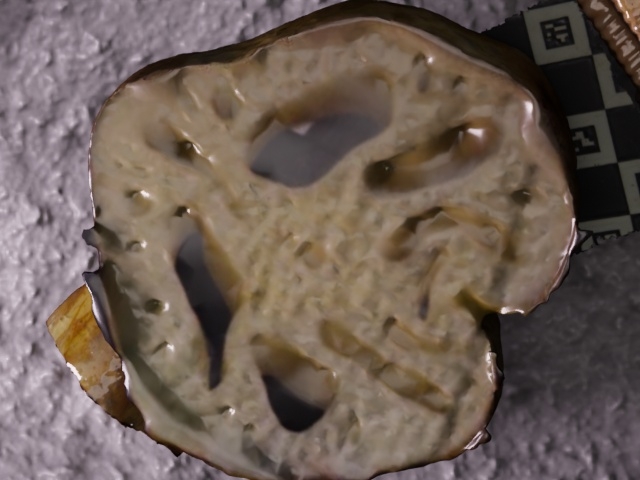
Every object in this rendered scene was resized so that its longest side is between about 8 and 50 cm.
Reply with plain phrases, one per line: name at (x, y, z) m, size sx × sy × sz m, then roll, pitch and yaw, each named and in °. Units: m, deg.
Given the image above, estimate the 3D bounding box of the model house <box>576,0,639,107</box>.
model house at (0.287, -0.151, 1.126) m, size 0.166 × 0.183 × 0.172 m, roll -28°, pitch 89°, yaw 13°

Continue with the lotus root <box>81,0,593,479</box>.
lotus root at (0.000, 0.000, 1.157) m, size 0.375 × 0.111 × 0.390 m, roll 34°, pitch 107°, yaw -7°

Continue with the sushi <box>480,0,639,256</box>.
sushi at (0.123, -0.057, 1.221) m, size 0.279 × 0.043 × 0.192 m, roll -26°, pitch 101°, yaw 27°

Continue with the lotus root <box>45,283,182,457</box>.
lotus root at (-0.144, 0.087, 1.274) m, size 0.159 × 0.095 × 0.135 m, roll 35°, pitch 97°, yaw -2°
